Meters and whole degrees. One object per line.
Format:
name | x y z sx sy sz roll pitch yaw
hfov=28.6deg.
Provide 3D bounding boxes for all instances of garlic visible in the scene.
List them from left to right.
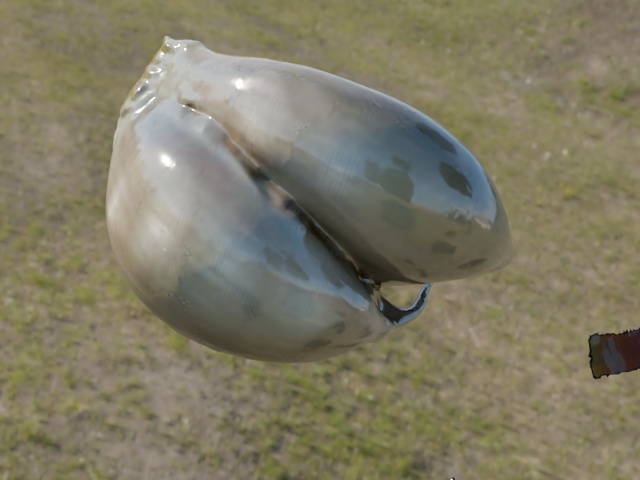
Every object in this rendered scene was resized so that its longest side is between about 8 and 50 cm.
garlic | 0.000 0.000 0.987 0.340 0.231 0.246 30 -10 -25

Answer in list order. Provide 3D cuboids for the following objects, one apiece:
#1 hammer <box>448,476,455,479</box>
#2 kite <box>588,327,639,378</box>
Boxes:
hammer | 0.137 0.312 1.175 0.065 0.178 0.021 -20 -11 29
kite | 0.221 0.070 0.484 0.360 0.204 0.022 -12 8 -42
